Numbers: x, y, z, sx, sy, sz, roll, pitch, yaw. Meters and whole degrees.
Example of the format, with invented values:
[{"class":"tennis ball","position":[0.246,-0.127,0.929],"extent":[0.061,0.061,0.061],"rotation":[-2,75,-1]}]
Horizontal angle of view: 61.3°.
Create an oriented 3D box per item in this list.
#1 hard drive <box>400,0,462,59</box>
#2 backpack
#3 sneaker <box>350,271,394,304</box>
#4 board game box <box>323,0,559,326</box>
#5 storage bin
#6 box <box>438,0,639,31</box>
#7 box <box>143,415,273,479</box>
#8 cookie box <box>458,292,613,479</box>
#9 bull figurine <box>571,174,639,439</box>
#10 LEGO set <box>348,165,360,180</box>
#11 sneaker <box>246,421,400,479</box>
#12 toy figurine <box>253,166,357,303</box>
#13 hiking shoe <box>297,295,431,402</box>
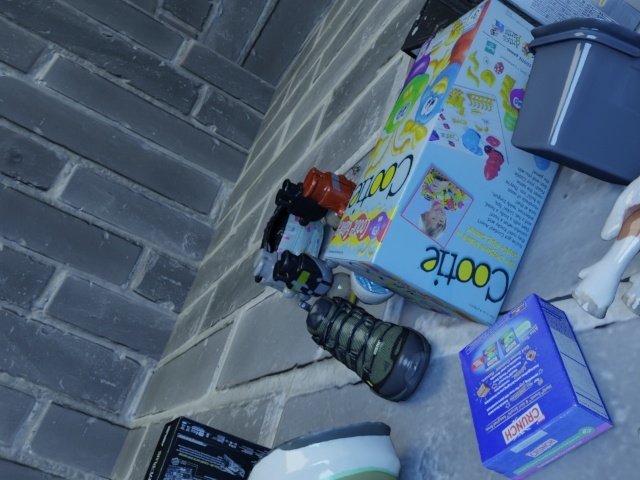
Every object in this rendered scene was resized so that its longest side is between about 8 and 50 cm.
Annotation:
[{"class":"hard drive","position":[0.275,-0.463,0.885],"extent":[0.339,0.064,0.237],"rotation":[-62,17,4]},{"class":"backpack","position":[-0.062,0.014,1.075],"extent":[0.152,0.115,0.182],"rotation":[120,166,-53]},{"class":"sneaker","position":[0.099,-0.022,0.707],"extent":[0.229,0.087,0.092],"rotation":[-59,-9,-22]},{"class":"board game box","position":[0.139,-0.073,0.566],"extent":[0.275,0.144,0.142],"rotation":[-65,16,-8]},{"class":"storage bin","position":[0.220,-0.097,0.410],"extent":[0.098,0.135,0.091],"rotation":[-136,62,-72]},{"class":"box","position":[0.186,-0.270,0.572],"extent":[0.056,0.231,0.183],"rotation":[-62,16,16]},{"class":"box","position":[-0.137,0.334,0.705],"extent":[0.077,0.180,0.147],"rotation":[-39,30,50]},{"class":"cookie box","position":[0.157,0.111,0.415],"extent":[0.092,0.040,0.107],"rotation":[-51,20,33]},{"class":"bull figurine","position":[0.221,0.021,0.227],"extent":[0.188,0.101,0.310],"rotation":[-54,6,30]},{"class":"LEGO set","position":[0.056,-0.113,1.087],"extent":[0.083,0.023,0.054],"rotation":[-48,21,4]},{"class":"sneaker","position":[-0.045,0.357,0.505],"extent":[0.410,0.158,0.182],"rotation":[-60,34,26]},{"class":"toy figurine","position":[0.000,0.000,0.885],"extent":[0.213,0.148,0.210],"rotation":[-8,62,67]},{"class":"hiking shoe","position":[0.037,0.118,0.629],"extent":[0.086,0.114,0.227],"rotation":[-66,17,-7]}]
